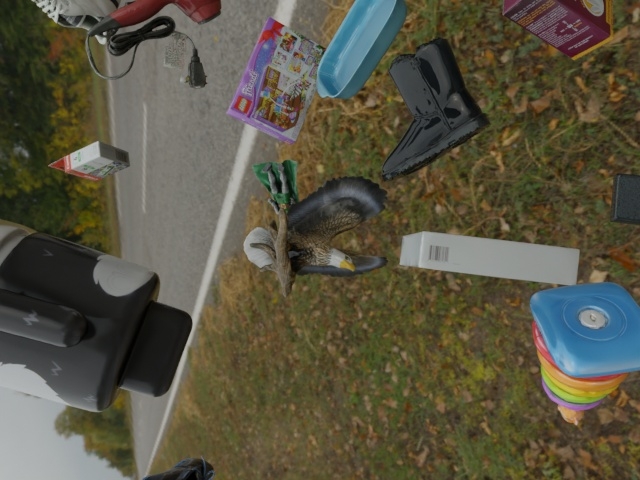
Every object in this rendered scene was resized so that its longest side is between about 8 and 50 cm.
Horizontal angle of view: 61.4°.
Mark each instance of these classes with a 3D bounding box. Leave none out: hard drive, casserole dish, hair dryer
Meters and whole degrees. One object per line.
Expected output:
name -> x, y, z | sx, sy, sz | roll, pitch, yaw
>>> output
hard drive -> 0.621, -0.073, 1.011 | 0.022, 0.135, 0.094 | 51, -133, -77
casserole dish -> 0.059, -0.282, 0.767 | 0.188, 0.037, 0.114 | -55, 36, 26
hair dryer -> -0.278, -0.420, 0.944 | 0.080, 0.224, 0.293 | 20, 106, 48

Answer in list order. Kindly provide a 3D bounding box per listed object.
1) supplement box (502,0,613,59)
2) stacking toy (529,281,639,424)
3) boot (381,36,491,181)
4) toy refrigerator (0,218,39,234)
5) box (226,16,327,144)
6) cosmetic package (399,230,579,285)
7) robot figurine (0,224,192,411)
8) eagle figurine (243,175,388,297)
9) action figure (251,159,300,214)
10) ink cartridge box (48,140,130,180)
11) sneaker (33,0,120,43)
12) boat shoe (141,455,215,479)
supplement box -> 0.411, -0.409, 0.930 | 0.081, 0.188, 0.104 | -22, 55, 58
stacking toy -> 0.448, 0.228, 0.940 | 0.175, 0.166, 0.301 | -94, -6, -47
boot -> 0.190, -0.259, 1.085 | 0.247, 0.094, 0.207 | -31, 82, 30
toy refrigerator -> -0.535, 0.020, 0.879 | 0.269, 0.094, 0.102 | 94, -159, -82
box -> -0.113, -0.442, 1.503 | 0.293, 0.201, 0.057 | -69, 18, -10
cosmetic package -> 0.417, 0.046, 1.402 | 0.284, 0.378, 0.097 | 114, 162, -86
robot figurine -> -0.291, 0.091, 0.605 | 0.173, 0.278, 0.209 | -83, 16, -52
eagle figurine -> 0.008, 0.007, 1.182 | 0.225, 0.298, 0.226 | 53, 134, 9
action figure -> -0.113, -0.133, 1.615 | 0.232, 0.137, 0.063 | 74, -157, -46
ink cartridge box -> -0.371, -0.120, 0.865 | 0.115, 0.063, 0.029 | -18, 75, 23
sneaker -> -0.461, -0.433, 0.928 | 0.090, 0.235, 0.094 | -4, 73, 46
boat shoe -> -0.293, 0.541, 1.161 | 0.258, 0.089, 0.108 | 18, -101, -71
